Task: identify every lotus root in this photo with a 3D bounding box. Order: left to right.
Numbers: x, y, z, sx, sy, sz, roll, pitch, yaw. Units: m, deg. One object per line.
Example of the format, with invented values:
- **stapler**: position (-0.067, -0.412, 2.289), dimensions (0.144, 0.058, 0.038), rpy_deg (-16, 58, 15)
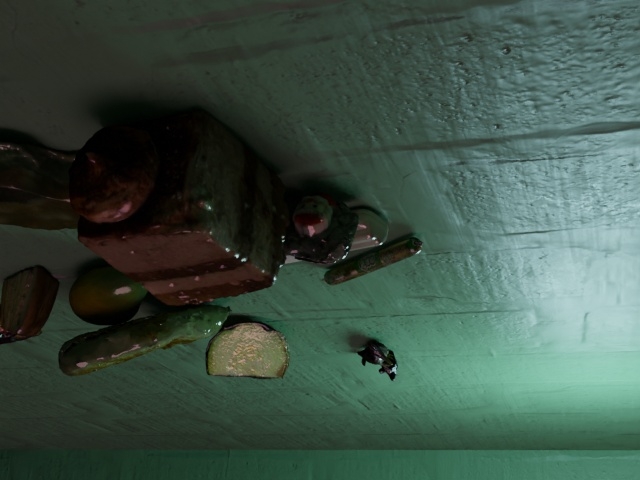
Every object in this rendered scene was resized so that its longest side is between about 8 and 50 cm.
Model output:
- **lotus root**: position (-0.577, 0.126, 1.811), dimensions (0.095, 0.135, 0.159), rpy_deg (18, 166, -35)

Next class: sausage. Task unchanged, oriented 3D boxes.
- **sausage**: position (0.089, 0.039, 1.601), dimensions (0.033, 0.032, 0.269), rpy_deg (19, 153, -33)

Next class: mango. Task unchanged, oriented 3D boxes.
- **mango**: position (-0.411, 0.102, 1.752), dimensions (0.137, 0.091, 0.237), rpy_deg (7, 154, -18)

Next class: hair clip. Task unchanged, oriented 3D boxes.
- **hair clip**: position (-0.104, -0.021, 1.386), dimensions (0.322, 0.138, 0.091), rpy_deg (-7, 127, 19)

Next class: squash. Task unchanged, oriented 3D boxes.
- **squash**: position (-0.163, 0.224, 2.060), dimensions (0.192, 0.085, 0.184), rpy_deg (4, 129, -7)

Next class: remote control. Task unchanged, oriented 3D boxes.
- **remote control**: position (0.000, -0.001, 1.493), dimensions (0.230, 0.049, 0.090), rpy_deg (-11, 151, 35)

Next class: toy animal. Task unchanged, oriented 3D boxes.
- **toy animal**: position (0.129, 0.269, 2.115), dimensions (0.105, 0.070, 0.202), rpy_deg (18, 165, 15)

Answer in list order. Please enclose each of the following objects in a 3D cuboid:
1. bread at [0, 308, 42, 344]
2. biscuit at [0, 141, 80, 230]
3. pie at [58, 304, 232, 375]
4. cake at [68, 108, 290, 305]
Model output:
- **bread**: position (-0.756, 0.183, 2.010), dimensions (0.269, 0.095, 0.139), rpy_deg (-4, 163, -20)
- **biscuit**: position (-0.437, -0.080, 1.330), dimensions (0.335, 0.078, 0.329), rpy_deg (-3, 161, 20)
- **pie**: position (-0.344, 0.194, 1.834), dimensions (0.297, 0.078, 0.371), rpy_deg (-19, 175, 43)
- **cake**: position (-0.190, -0.056, 1.214), dimensions (0.199, 0.196, 0.293), rpy_deg (-9, 150, 23)
